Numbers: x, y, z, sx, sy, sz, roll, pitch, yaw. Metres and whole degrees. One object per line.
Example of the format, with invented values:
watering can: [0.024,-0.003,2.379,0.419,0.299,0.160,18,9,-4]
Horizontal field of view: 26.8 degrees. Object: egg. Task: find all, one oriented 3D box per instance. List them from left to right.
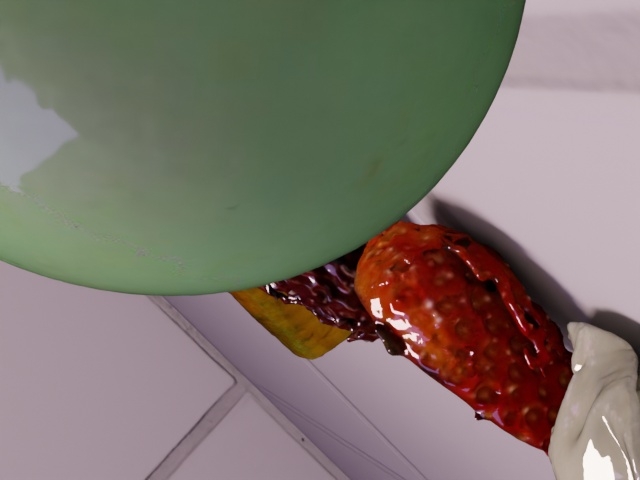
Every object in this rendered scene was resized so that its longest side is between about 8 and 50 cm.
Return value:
egg: [-0.065,-0.107,0.398,0.269,0.220,0.220,39,169,11]

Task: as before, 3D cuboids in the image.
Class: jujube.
jujube: [0.003,-0.003,0.930,0.166,0.104,0.104,35,172,-19]

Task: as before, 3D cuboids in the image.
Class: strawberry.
strawberry: [0.106,0.053,0.831,0.188,0.082,0.121,39,-163,-5]

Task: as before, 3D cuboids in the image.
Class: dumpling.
dumpling: [0.175,0.104,0.754,0.169,0.100,0.134,15,-130,-51]

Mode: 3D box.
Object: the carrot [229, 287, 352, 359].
carrot: [-0.068,-0.024,1.053,0.114,0.114,0.302,31,168,48]
